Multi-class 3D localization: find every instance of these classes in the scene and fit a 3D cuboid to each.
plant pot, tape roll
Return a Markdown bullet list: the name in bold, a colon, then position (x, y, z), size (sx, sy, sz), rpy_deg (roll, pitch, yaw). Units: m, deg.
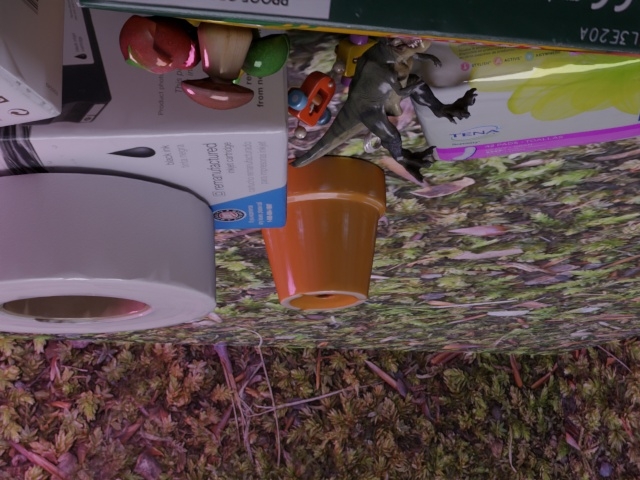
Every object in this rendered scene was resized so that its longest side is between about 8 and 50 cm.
- **plant pot**: position (0.000, 0.000, 1.289), size (0.205, 0.188, 0.205), rpy_deg (-3, 164, -1)
- **tape roll**: position (-0.248, 0.024, 0.884), size (0.286, 0.100, 0.286), rpy_deg (-3, 166, -1)

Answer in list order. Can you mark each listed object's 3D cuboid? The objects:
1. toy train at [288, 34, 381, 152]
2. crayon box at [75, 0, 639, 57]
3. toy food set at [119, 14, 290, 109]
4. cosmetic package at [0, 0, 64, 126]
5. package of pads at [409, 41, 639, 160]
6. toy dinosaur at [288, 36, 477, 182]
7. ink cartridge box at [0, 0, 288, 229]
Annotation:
- **toy train**: position (0.025, -0.157, 0.924), size (0.046, 0.125, 0.166), rpy_deg (34, -169, 33)
- **crayon box**: position (0.039, -0.186, 0.539), size (0.362, 0.106, 0.313), rpy_deg (2, -163, -14)
- **toy food set**: position (-0.085, -0.138, 0.637), size (0.128, 0.071, 0.218), rpy_deg (9, -164, 3)
- **cosmetic package**: position (-0.378, -0.170, 0.622), size (0.365, 0.197, 0.155), rpy_deg (-8, 163, 13)
- **package of pads**: position (0.238, -0.173, 0.894), size (0.296, 0.101, 0.229), rpy_deg (-7, 163, 13)
- **toy dinosaur**: position (0.067, -0.119, 0.813), size (0.118, 0.064, 0.268), rpy_deg (24, 150, -9)
- **ink cartridge box**: position (-0.231, -0.120, 0.871), size (0.394, 0.166, 0.285), rpy_deg (-2, 164, -3)
